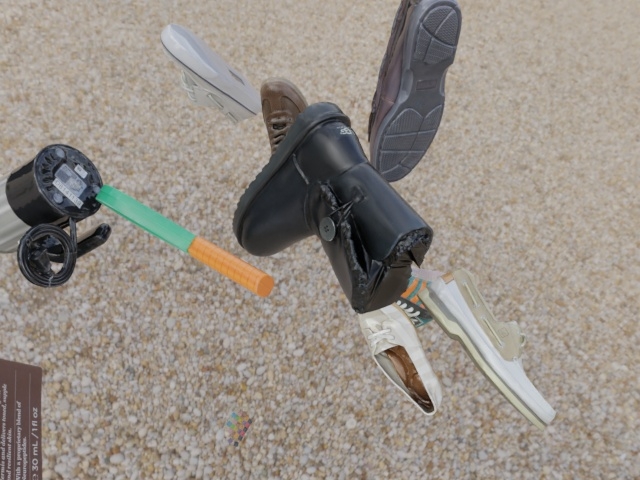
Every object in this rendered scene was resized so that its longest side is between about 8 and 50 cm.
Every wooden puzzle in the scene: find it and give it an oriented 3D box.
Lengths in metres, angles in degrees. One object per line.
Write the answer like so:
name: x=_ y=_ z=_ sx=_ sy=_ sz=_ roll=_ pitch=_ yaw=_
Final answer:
wooden puzzle: x=-0.177 y=0.394 z=1.142 sx=0.049 sy=0.006 sz=0.083 roll=43 pitch=59 yaw=-17

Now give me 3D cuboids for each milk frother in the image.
milk frother: x=-0.317 y=-0.012 z=0.574 sx=0.129 sy=0.134 sz=0.143 roll=61 pitch=27 yaw=-17

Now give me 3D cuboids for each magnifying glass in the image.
magnifying glass: x=-0.142 y=-0.001 z=0.543 sx=0.230 sy=0.092 sz=0.026 roll=24 pitch=77 yaw=28

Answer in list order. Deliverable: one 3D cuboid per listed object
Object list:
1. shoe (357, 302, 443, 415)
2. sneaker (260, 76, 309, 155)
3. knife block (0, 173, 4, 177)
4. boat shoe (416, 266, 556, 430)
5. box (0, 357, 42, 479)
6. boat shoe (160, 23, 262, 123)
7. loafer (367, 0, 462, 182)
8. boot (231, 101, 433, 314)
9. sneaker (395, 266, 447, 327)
shoe: x=0.127 y=0.180 z=0.852 sx=0.219 sy=0.076 sz=0.058 roll=56 pitch=25 yaw=-2
sneaker: x=-0.043 y=-0.140 z=0.771 sx=0.066 sy=0.189 sz=0.071 roll=-6 pitch=47 yaw=11
knife block: x=-0.704 y=-0.035 z=0.983 sx=0.275 sy=0.088 sz=0.242 roll=19 pitch=50 yaw=-4
boat shoe: x=0.302 y=0.178 z=0.920 sx=0.103 sy=0.113 sz=0.302 roll=-39 pitch=77 yaw=0
box: x=-0.533 y=0.230 z=0.657 sx=0.143 sy=0.381 sz=0.191 roll=-20 pitch=64 yaw=11
boat shoe: x=-0.200 y=-0.280 z=0.947 sx=0.096 sy=0.088 sz=0.267 roll=60 pitch=16 yaw=17
loafer: x=0.136 y=-0.238 z=0.843 sx=0.108 sy=0.303 sz=0.095 roll=-6 pitch=42 yaw=-22
boot: x=0.000 y=0.000 z=0.606 sx=0.094 sy=0.246 sz=0.207 roll=-4 pitch=55 yaw=-40
sneaker: x=0.188 y=0.126 z=1.153 sx=0.301 sy=0.108 sz=0.121 roll=8 pitch=75 yaw=-33
